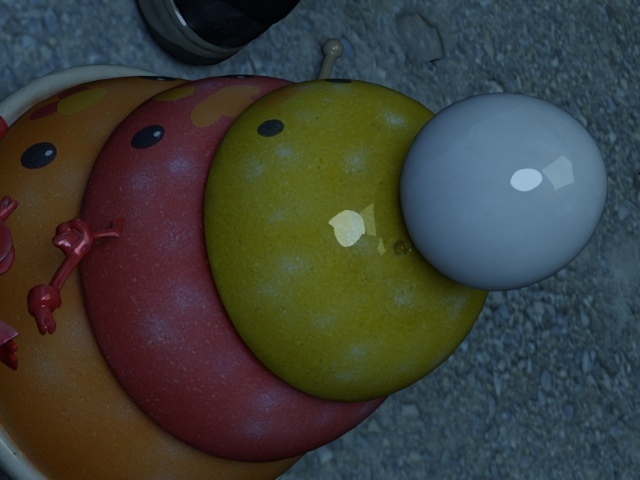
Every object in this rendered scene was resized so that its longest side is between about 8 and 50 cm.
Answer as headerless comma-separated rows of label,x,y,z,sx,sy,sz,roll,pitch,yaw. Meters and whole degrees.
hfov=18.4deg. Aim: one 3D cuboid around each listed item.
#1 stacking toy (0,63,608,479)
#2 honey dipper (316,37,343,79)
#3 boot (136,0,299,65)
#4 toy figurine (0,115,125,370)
stacking toy,0.000,0.000,1.292,0.350,0.480,0.351,15,68,-40
honey dipper,-0.007,-0.105,1.630,0.030,0.030,0.161,38,53,-28
boot,-0.054,-0.345,1.479,0.138,0.284,0.377,-10,85,-44
toy figurine,-0.282,-0.105,1.133,0.362,0.217,0.191,37,57,14
